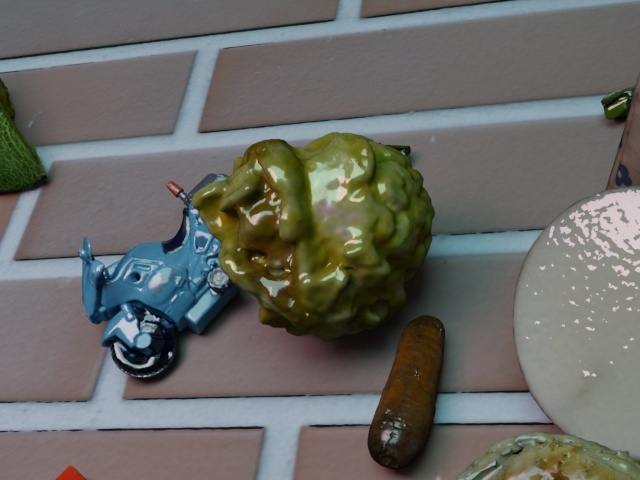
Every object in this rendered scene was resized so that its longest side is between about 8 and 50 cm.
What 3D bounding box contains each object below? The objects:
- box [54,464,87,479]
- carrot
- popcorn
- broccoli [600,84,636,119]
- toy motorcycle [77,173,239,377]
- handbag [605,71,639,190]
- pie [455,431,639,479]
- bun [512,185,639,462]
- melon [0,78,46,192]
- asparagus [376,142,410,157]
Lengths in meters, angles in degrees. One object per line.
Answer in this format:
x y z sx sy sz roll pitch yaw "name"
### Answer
-0.297 0.352 0.984 0.139 0.035 0.245 28 63 35 "box"
0.095 0.153 1.025 0.060 0.060 0.186 5 47 21 "carrot"
0.000 0.000 1.072 0.259 0.259 0.212 -18 72 2 "popcorn"
0.444 -0.192 1.203 0.204 0.118 0.123 -17 76 24 "broccoli"
-0.181 0.024 1.191 0.182 0.124 0.272 37 68 14 "toy motorcycle"
0.415 -0.098 1.023 0.193 0.252 0.190 24 52 22 "handbag"
0.199 0.296 0.828 0.308 0.085 0.308 -10 61 20 "pie"
0.331 0.082 0.949 0.263 0.175 0.263 -5 83 39 "bun"
-0.511 -0.184 1.431 0.129 0.169 0.265 -29 46 -7 "melon"
0.035 -0.107 1.288 0.165 0.030 0.036 -4 59 14 "asparagus"
